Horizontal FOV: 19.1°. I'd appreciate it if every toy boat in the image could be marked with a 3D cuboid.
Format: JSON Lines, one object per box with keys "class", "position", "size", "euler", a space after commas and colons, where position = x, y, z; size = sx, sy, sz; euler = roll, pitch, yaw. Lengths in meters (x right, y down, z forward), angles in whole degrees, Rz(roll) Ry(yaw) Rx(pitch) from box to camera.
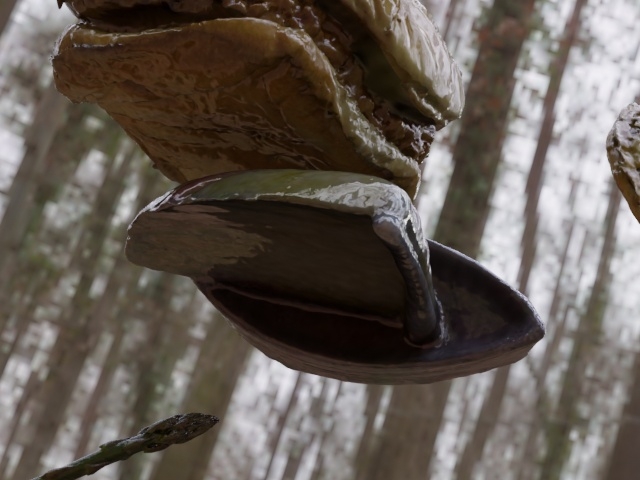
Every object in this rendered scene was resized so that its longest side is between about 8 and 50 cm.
{"class": "toy boat", "position": [-0.006, 0.009, 1.279], "size": [0.276, 0.111, 0.293], "euler": [5, -22, 30]}

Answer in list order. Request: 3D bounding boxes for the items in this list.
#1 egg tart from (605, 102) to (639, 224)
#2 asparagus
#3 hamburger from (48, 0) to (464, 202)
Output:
{"class": "egg tart", "position": [0.427, -0.066, 2.146], "size": [0.241, 0.241, 0.106], "euler": [31, -52, -21]}
{"class": "asparagus", "position": [-0.174, 0.156, 1.224], "size": [0.233, 0.022, 0.023], "euler": [-22, -24, 0]}
{"class": "hamburger", "position": [-0.042, -0.124, 1.320], "size": [0.259, 0.145, 0.283], "euler": [8, -16, 27]}
